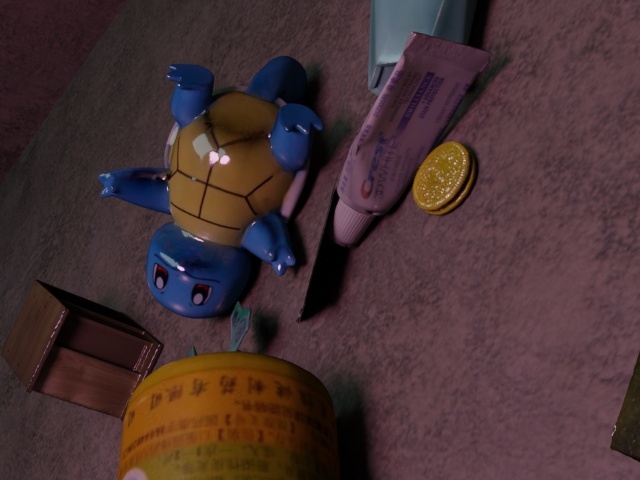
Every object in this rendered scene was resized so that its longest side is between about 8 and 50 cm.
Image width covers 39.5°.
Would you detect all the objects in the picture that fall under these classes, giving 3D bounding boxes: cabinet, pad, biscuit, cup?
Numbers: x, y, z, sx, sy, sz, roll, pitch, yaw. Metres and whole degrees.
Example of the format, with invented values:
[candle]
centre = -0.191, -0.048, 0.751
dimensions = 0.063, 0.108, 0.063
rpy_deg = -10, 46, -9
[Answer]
[cabinet]
centre = -0.394, 0.181, 1.453
dimensions = 0.215, 0.175, 0.148
rpy_deg = 18, 83, 59
[pad]
centre = 0.000, 0.000, 1.096
dimensions = 0.116, 0.004, 0.193
rpy_deg = 107, 178, -72
[biscuit]
centre = 0.136, -0.068, 0.978
dimensions = 0.084, 0.023, 0.084
rpy_deg = -38, 37, 36
[cup]
centre = 0.122, -0.279, 1.067
dimensions = 0.134, 0.148, 0.236
rpy_deg = -1, 67, 27

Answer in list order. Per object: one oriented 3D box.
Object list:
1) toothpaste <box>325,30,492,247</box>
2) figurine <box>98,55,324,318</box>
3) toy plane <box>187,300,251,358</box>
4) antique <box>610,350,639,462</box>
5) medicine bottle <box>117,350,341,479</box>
[toothpaste]
centre = 0.084, -0.105, 1.009
dimensions = 0.068, 0.099, 0.282
rpy_deg = 42, 125, 17
[figurine]
centre = -0.133, -0.101, 1.232
dimensions = 0.243, 0.298, 0.416
rpy_deg = 95, -162, -79
[toy plane]
centre = -0.170, 0.258, 1.133
dimensions = 0.382, 0.106, 0.155
rpy_deg = -65, 18, 8
[antique]
centre = 0.294, 0.128, 0.533
dimensions = 0.221, 0.080, 0.081
rpy_deg = 9, 76, 57
[medicine bottle]
centre = -0.085, 0.315, 0.827
dimensions = 0.224, 0.224, 0.384
rpy_deg = -40, 38, 34
